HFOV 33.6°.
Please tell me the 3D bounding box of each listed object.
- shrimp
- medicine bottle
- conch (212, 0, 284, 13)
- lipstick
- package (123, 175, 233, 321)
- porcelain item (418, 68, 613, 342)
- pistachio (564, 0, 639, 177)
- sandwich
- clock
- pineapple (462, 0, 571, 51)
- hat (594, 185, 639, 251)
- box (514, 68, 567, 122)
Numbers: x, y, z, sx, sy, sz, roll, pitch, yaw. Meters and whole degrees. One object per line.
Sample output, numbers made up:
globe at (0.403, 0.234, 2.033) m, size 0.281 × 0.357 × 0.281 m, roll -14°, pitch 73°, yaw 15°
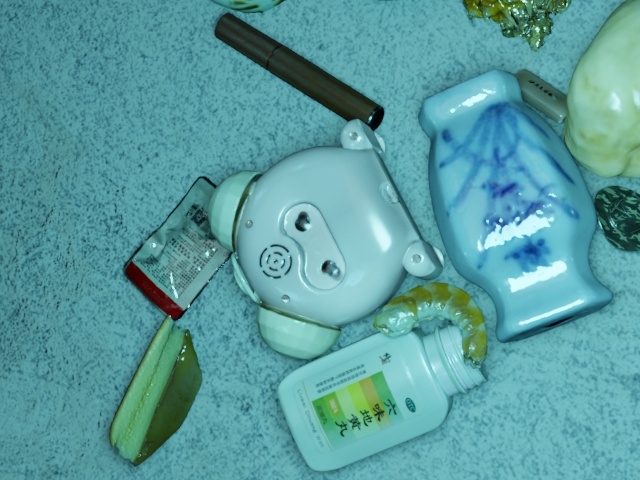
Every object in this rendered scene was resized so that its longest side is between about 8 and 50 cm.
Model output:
shrimp at (0.178, 0.145, 1.648) m, size 0.161 × 0.049 × 0.166 m, roll -25°, pitch 62°, yaw -5°
medicine bottle at (0.105, 0.243, 1.730) m, size 0.324 × 0.124 × 0.179 m, roll -24°, pitch 83°, yaw 11°
conch at (-0.209, -0.563, 1.917) m, size 0.368 × 0.197 × 0.249 m, roll 26°, pitch 110°, yaw 25°
lipstick at (-0.040, -0.301, 1.892) m, size 0.356 × 0.057 × 0.057 m, roll 35°, pitch 93°, yaw 18°
package at (-0.241, 0.011, 1.918) m, size 0.154 × 0.030 × 0.239 m, roll 41°, pitch 91°, yaw 20°
porcelain item at (0.301, -0.057, 1.684) m, size 0.242 × 0.178 × 0.405 m, roll -23°, pitch 77°, yaw 13°
pistachio at (0.500, -0.242, 1.634) m, size 0.238 × 0.229 × 0.321 m, roll 21°, pitch 79°, yaw 54°
sandwich at (-0.282, 0.263, 1.862) m, size 0.094 × 0.096 × 0.258 m, roll 27°, pitch 92°, yaw 25°
clock at (0.000, 0.000, 1.771) m, size 0.325 × 0.184 × 0.342 m, roll -28°, pitch 75°, yaw 14°
pineapple at (0.327, -0.405, 1.756) m, size 0.249 × 0.140 × 0.164 m, roll 2°, pitch 84°, yaw 14°
hat at (0.491, -0.041, 1.674) m, size 0.121 × 0.050 × 0.121 m, roll 5°, pitch 71°, yaw -16°
box at (0.368, -0.241, 1.762) m, size 0.115 × 0.025 × 0.048 m, roll 39°, pitch 55°, yaw 20°
